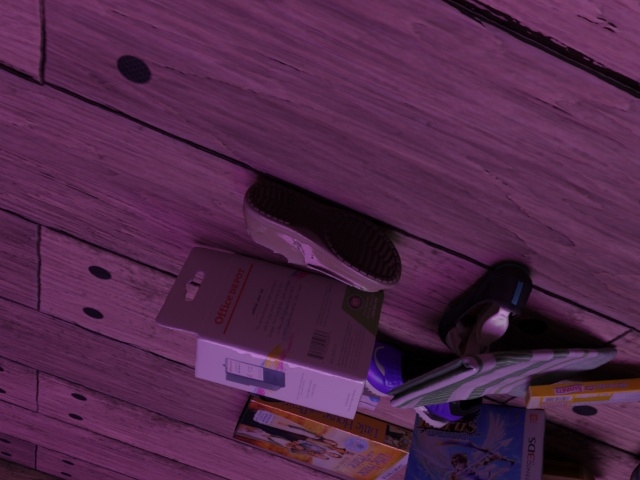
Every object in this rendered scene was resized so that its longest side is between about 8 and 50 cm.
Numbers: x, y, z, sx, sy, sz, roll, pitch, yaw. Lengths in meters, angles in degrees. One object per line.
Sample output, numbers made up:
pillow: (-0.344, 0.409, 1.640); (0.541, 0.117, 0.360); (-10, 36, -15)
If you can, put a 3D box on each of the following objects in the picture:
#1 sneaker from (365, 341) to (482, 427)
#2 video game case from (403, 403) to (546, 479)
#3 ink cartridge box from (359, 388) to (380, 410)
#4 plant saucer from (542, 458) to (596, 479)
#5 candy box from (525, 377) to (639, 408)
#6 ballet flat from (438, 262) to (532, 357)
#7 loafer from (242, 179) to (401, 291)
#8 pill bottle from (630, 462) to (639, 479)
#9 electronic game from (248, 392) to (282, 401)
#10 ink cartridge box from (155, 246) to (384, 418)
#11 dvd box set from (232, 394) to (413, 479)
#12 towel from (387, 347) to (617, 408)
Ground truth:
sneaker: (0.205, 0.263, 1.366); (0.293, 0.102, 0.146); (34, 137, -31)
video game case: (0.316, 0.455, 1.444); (0.270, 0.244, 0.061); (1, 139, 20)
ink cartridge box: (0.105, 0.355, 1.580); (0.048, 0.028, 0.083); (15, 145, 2)
plant saucer: (0.453, 0.530, 1.547); (0.333, 0.080, 0.333); (1, 171, 20)
candy box: (0.480, 0.277, 1.272); (0.206, 0.027, 0.105); (-6, 157, 9)
ballet flat: (0.259, 0.141, 1.170); (0.095, 0.096, 0.280); (18, 145, 0)
loafer: (0.000, 0.000, 1.088); (0.269, 0.102, 0.092); (30, 145, -3)
pill bottle: (0.711, 0.477, 1.435); (0.108, 0.108, 0.180); (9, 144, 10)
electronic game: (-0.040, 0.279, 1.453); (0.229, 0.048, 0.229); (-13, 153, -7)
ink cartridge box: (-0.085, 0.152, 1.216); (0.354, 0.207, 0.119); (15, 133, 3)
dvd box set: (0.002, 0.498, 1.786); (0.421, 0.062, 0.307); (20, 145, -5)
towel: (0.311, 0.238, 1.216); (0.325, 0.038, 0.248); (4, 152, -30)
